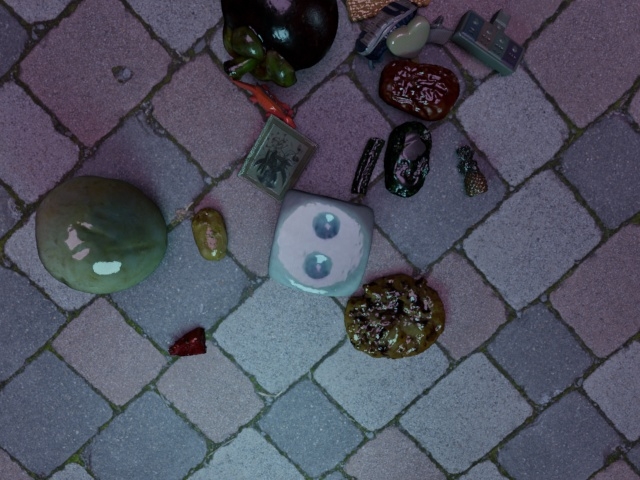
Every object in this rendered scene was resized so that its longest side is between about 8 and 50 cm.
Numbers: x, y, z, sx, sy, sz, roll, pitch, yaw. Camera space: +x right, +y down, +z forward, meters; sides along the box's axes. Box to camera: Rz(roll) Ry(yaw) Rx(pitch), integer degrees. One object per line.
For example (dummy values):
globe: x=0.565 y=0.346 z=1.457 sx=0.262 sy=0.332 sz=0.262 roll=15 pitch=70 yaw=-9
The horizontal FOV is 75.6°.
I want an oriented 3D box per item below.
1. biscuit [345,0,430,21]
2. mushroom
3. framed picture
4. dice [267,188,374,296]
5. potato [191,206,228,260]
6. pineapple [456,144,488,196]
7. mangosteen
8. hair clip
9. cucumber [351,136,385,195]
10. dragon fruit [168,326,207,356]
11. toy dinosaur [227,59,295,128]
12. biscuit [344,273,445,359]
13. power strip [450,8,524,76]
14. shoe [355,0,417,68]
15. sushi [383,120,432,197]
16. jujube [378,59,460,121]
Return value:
biscuit: x=0.190 y=-0.743 z=1.206 sx=0.250 sy=0.030 sz=0.160 roll=-13 pitch=101 yaw=1
mushroom: x=-0.626 y=-0.014 z=1.191 sx=0.352 sy=0.260 sz=0.352 roll=4 pitch=85 yaw=-44
framed picture: x=-0.133 y=-0.242 z=1.258 sx=0.173 sy=0.010 sz=0.231 roll=31 pitch=116 yaw=-7
dice: x=0.000 y=0.000 z=1.207 sx=0.265 sy=0.268 sz=0.262 roll=13 pitch=99 yaw=-2
potato: x=-0.346 y=-0.019 z=1.293 sx=0.107 sy=0.080 sz=0.170 roll=-3 pitch=101 yaw=12
pineapple: x=0.468 y=-0.218 z=1.284 sx=0.074 sy=0.074 sz=0.159 roll=-19 pitch=91 yaw=2
mangosteen: x=-0.111 y=-0.584 z=1.084 sx=0.330 sy=0.330 sz=0.330 roll=0 pitch=99 yaw=-1
hair clip: x=0.278 y=-0.573 z=1.184 sx=0.219 sy=0.159 sz=0.071 roll=-22 pitch=66 yaw=-24
cucumber: x=0.144 y=-0.228 z=1.281 sx=0.058 sy=0.058 sz=0.187 roll=19 pitch=100 yaw=-4
dragon fruit: x=-0.444 y=0.347 z=1.359 sx=0.131 sy=0.063 sz=0.097 roll=-9 pitch=99 yaw=0
toy dinosaur: x=-0.177 y=-0.430 z=1.196 sx=0.286 sy=0.139 sz=0.070 roll=43 pitch=95 yaw=-7
biscuit: x=0.245 y=0.256 z=1.352 sx=0.334 sy=0.081 sz=0.289 roll=-7 pitch=100 yaw=-2
power strip: x=0.506 y=-0.603 z=1.221 sx=0.216 sy=0.061 sz=0.145 roll=28 pitch=86 yaw=-14
shoe: x=0.199 y=-0.604 z=1.202 sx=0.207 sy=0.091 sz=0.106 roll=-45 pitch=137 yaw=13
sushi: x=0.259 y=-0.243 z=1.244 sx=0.124 sy=0.127 sz=0.225 roll=6 pitch=101 yaw=-2
jujube: x=0.284 y=-0.438 z=1.201 sx=0.230 sy=0.155 sz=0.155 roll=14 pitch=99 yaw=-2
